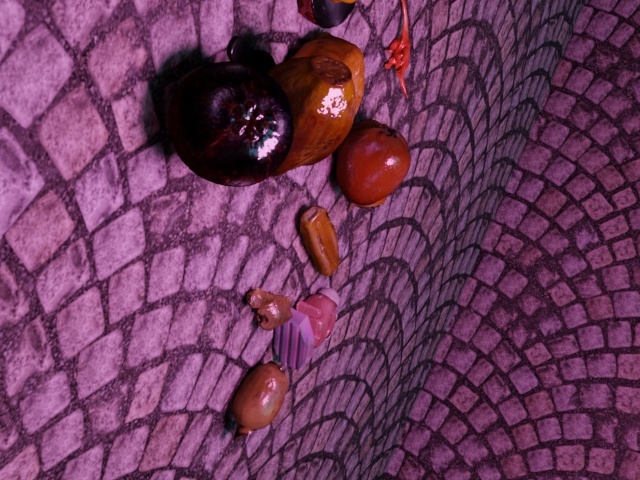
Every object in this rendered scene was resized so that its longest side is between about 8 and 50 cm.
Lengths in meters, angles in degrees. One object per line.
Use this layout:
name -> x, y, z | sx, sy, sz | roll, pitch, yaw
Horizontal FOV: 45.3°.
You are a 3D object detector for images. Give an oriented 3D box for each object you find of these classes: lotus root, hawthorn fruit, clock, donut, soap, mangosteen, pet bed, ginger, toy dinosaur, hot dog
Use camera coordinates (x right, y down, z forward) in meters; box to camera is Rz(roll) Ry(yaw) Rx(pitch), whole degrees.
lotus root -> -0.156, 0.406, 1.911 | 0.125, 0.118, 0.221 | 46, 65, -46
hawthorn fruit -> 0.120, -0.173, 1.924 | 0.199, 0.199, 0.251 | -23, 141, -57
clock -> -0.005, 0.221, 2.094 | 0.162, 0.093, 0.166 | -26, 132, -60
donut -> 0.008, -0.325, 1.637 | 0.226, 0.114, 0.226 | -48, 150, -40
soap -> -0.067, 0.257, 1.980 | 0.056, 0.100, 0.149 | -38, 141, -48
mangosteen -> -0.159, -0.200, 1.311 | 0.216, 0.216, 0.216 | -45, 147, -40
pet bed -> 0.022, -0.529, 1.568 | 0.201, 0.053, 0.201 | -47, 149, -40
ginger -> -0.130, 0.165, 1.825 | 0.165, 0.067, 0.096 | 24, 88, -53
lotus root -> -0.040, -0.244, 1.449 | 0.193, 0.193, 0.291 | -52, -175, -31
toy dinosaur -> 0.203, -0.495, 1.974 | 0.279, 0.055, 0.101 | 85, 26, -43
hot dog -> -0.001, 0.001, 1.949 | 0.083, 0.068, 0.289 | -36, 152, -11

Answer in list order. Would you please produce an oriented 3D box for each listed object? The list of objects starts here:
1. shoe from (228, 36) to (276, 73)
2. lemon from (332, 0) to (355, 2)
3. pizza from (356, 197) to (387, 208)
shoe -> -0.117, -0.332, 1.448 | 0.159, 0.053, 0.062 | 27, 82, -63
lemon -> 0.058, -0.573, 1.332 | 0.297, 0.297, 0.297 | -45, 147, -40
pizza -> 0.147, -0.181, 2.116 | 0.185, 0.052, 0.195 | 4, 111, -57
